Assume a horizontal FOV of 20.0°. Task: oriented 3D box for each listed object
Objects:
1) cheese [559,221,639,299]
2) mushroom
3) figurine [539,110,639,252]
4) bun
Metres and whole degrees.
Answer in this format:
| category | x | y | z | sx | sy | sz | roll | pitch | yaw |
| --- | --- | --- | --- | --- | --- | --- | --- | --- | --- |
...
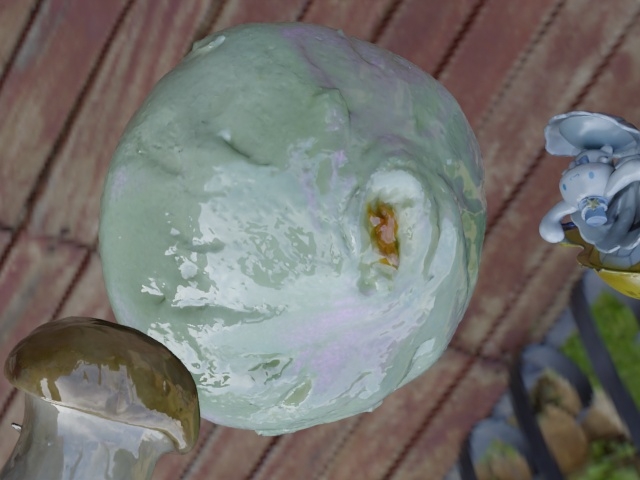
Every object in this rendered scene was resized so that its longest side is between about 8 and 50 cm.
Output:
| category | x | y | z | sx | sy | sz | roll | pitch | yaw |
| --- | --- | --- | --- | --- | --- | --- | --- | --- | --- |
| cheese | 0.288 | 0.005 | 1.566 | 0.177 | 0.270 | 0.069 | -10 | 101 | -21 |
| mushroom | -0.146 | 0.206 | 0.843 | 0.128 | 0.128 | 0.350 | 23 | 80 | -27 |
| figurine | 0.195 | -0.039 | 1.247 | 0.082 | 0.086 | 0.094 | 19 | 161 | -34 |
| bun | 0.000 | 0.000 | 1.225 | 0.293 | 0.187 | 0.293 | -5 | 105 | -21 |
